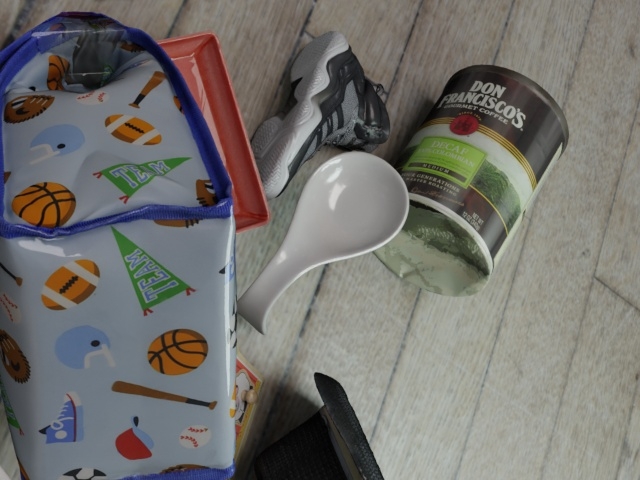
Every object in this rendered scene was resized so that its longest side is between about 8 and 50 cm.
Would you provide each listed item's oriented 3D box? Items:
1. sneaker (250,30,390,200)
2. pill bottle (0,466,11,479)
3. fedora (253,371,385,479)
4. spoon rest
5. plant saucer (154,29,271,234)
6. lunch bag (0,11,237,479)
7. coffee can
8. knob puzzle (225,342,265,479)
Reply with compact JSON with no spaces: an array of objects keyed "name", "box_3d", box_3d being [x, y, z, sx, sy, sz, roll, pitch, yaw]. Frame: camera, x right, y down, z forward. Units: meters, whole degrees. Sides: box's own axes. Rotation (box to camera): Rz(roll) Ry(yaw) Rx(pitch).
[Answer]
[{"name":"sneaker","box_3d":[0.008,-0.143,1.593,0.153,0.101,0.269,38,63,-29]},{"name":"pill bottle","box_3d":[-0.453,0.306,1.050,0.363,0.210,0.210,-39,107,-21]},{"name":"fedora","box_3d":[0.013,0.336,1.464,0.152,0.334,0.334,-23,99,-2]},{"name":"spoon rest","box_3d":[0.000,0.000,1.510,0.137,0.084,0.276,41,80,10]},{"name":"plant saucer","box_3d":[-0.209,-0.109,1.444,0.259,0.047,0.258,-19,95,-33]},{"name":"lunch bag","box_3d":[-0.218,0.001,1.127,0.238,0.385,0.328,-4,127,-14]},{"name":"coffee can","box_3d":[0.209,-0.086,1.676,0.201,0.201,0.275,47,58,-22]},{"name":"knob puzzle","box_3d":[-0.128,0.211,1.423,0.213,0.030,0.213,-19,112,-59]}]
